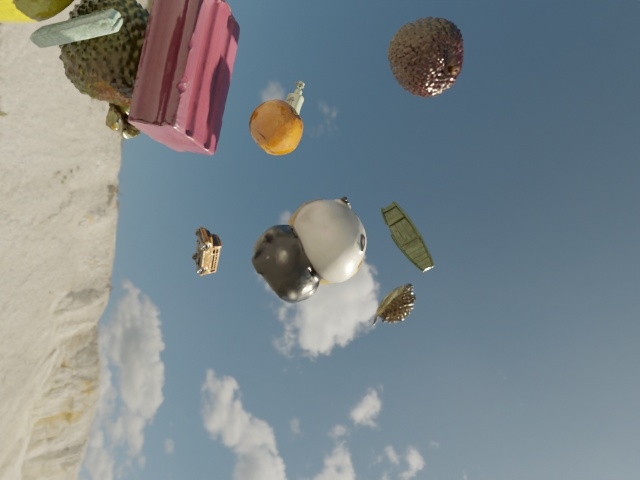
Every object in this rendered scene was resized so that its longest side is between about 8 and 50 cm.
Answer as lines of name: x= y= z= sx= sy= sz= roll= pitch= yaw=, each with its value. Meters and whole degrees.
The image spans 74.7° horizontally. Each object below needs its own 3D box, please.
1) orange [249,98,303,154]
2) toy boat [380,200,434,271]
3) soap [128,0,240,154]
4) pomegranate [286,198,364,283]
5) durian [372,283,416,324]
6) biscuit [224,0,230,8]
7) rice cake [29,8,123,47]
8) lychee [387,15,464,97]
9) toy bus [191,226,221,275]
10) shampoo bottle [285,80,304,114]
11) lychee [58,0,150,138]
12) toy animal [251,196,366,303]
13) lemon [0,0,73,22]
orange: x=-0.066 y=-0.170 z=0.633 sx=0.083 sy=0.083 sz=0.084 roll=-4 pitch=-95 yaw=50
toy boat: x=0.306 y=-0.008 z=1.477 sx=0.093 sy=0.055 sz=0.293 roll=-30 pitch=-120 yaw=5
soap: x=-0.311 y=-0.409 z=1.004 sx=0.128 sy=0.233 sz=0.360 roll=10 pitch=-94 yaw=9
pomegranate: x=0.017 y=0.009 z=1.408 sx=0.307 sy=0.307 sz=0.307 roll=-4 pitch=-95 yaw=50
durian: x=0.244 y=0.220 z=1.357 sx=0.091 sy=0.188 sz=0.148 roll=54 pitch=-16 yaw=0
biscuit: x=-0.397 y=-0.753 z=1.399 sx=0.043 sy=0.284 sz=0.306 roll=43 pitch=-39 yaw=15
rice cake: x=-0.385 y=-0.332 z=0.660 sx=0.170 sy=0.029 sz=0.033 roll=-2 pitch=-123 yaw=19
lychee: x=0.333 y=-0.588 z=1.341 sx=0.271 sy=0.236 sz=0.236 roll=39 pitch=-62 yaw=30
toy bus: x=-0.418 y=0.037 z=1.547 sx=0.083 sy=0.088 sz=0.194 roll=60 pitch=-36 yaw=34
shampoo bottle: x=-0.065 y=-0.314 z=0.990 sx=0.049 sy=0.034 sz=0.141 roll=12 pitch=-104 yaw=27
lychee: x=-0.520 y=-0.463 z=1.096 sx=0.320 sy=0.270 sz=0.270 roll=101 pitch=-31 yaw=-54
toy animal: x=-0.013 y=0.017 z=0.916 sx=0.235 sy=0.165 sz=0.187 roll=-31 pitch=-108 yaw=8
lemon: x=-0.633 y=-0.563 z=0.809 sx=0.285 sy=0.285 sz=0.316 roll=-17 pitch=-137 yaw=49
